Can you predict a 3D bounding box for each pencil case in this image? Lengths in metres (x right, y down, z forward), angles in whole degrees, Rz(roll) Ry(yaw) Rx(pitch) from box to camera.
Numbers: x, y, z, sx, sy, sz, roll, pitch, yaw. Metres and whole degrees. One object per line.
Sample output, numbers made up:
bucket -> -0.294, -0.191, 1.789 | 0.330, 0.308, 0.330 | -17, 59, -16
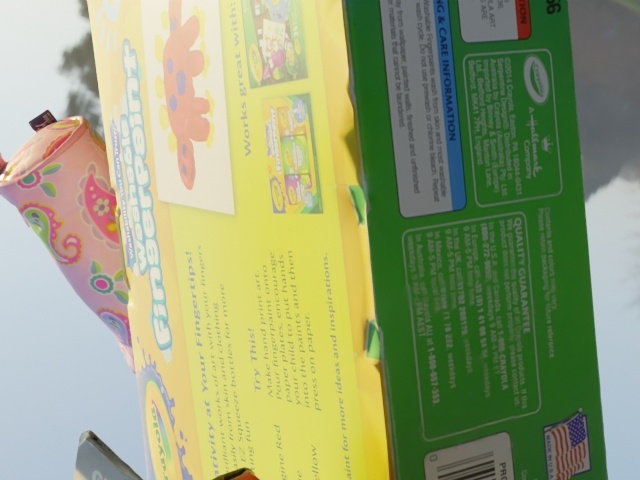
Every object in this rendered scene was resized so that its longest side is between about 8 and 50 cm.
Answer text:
pencil case -> -0.222, 0.006, 1.200 | 0.284, 0.124, 0.124 | 58, 179, -26

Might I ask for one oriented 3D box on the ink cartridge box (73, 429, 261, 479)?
ink cartridge box -> 0.010, 0.253, 0.527 | 0.130, 0.272, 0.309 | -14, -147, -43

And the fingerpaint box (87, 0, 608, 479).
fingerpaint box -> 0.000, 0.000, 0.775 | 0.163, 0.445, 0.371 | -9, -174, -30
